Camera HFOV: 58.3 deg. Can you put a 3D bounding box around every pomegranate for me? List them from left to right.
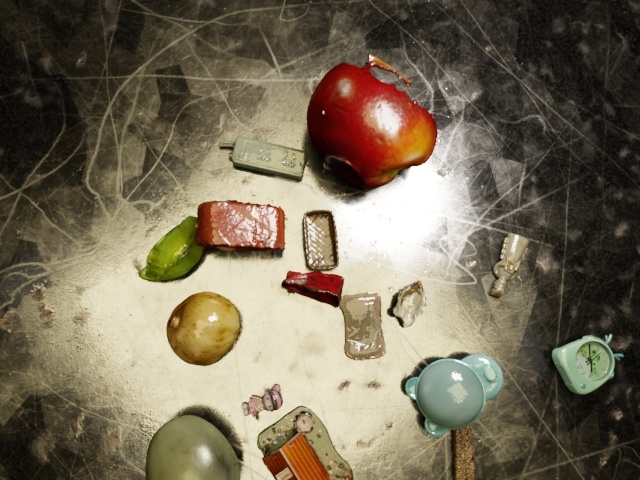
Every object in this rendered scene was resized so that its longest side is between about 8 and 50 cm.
[{"bbox_3d":[-0.350,0.252,1.668,0.215,0.215,0.215,1,82,-5],"label":"pomegranate"}]

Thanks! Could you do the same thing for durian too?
[{"bbox_3d":[-0.440,0.038,1.757,0.139,0.101,0.250,28,78,35],"label":"durian"}]

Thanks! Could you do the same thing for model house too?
[{"bbox_3d":[-0.039,0.658,1.671,0.207,0.154,0.294,-33,85,-8],"label":"model house"}]

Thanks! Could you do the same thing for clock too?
[{"bbox_3d":[0.865,0.384,1.837,0.211,0.066,0.159,-24,85,-9],"label":"clock"}]

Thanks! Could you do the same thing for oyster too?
[{"bbox_3d":[0.284,0.195,1.820,0.103,0.051,0.148,43,80,-16],"label":"oyster"}]

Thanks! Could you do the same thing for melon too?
[{"bbox_3d":[-0.355,0.646,1.594,0.272,0.272,0.308,-38,95,-9],"label":"melon"}]

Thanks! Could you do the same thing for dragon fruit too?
[{"bbox_3d":[-0.028,0.158,1.773,0.192,0.122,0.092,11,117,-3],"label":"dragon fruit"}]

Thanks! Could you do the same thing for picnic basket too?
[{"bbox_3d":[0.000,0.000,1.821,0.110,0.055,0.193,-3,81,-7],"label":"picnic basket"}]

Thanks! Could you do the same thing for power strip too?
[{"bbox_3d":[-0.189,-0.271,1.845,0.288,0.053,0.093,12,81,-4],"label":"power strip"}]

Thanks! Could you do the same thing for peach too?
[{"bbox_3d":[0.139,-0.335,1.742,0.406,0.335,0.310,40,79,-5],"label":"peach"}]

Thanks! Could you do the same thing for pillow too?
[{"bbox_3d":[0.135,0.270,1.804,0.135,0.034,0.211,-6,84,-7],"label":"pillow"}]

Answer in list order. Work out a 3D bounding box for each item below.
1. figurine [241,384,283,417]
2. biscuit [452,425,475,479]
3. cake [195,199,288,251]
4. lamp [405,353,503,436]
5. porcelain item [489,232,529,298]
[{"bbox_3d":[-0.175,0.490,1.737,0.129,0.054,0.072,-18,69,0],"label":"figurine"},{"bbox_3d":[0.441,0.644,1.775,0.064,0.034,0.199,0,82,-6],"label":"biscuit"},{"bbox_3d":[-0.238,-0.035,1.730,0.283,0.177,0.151,1,79,-18],"label":"cake"},{"bbox_3d":[0.419,0.453,1.745,0.284,0.147,0.209,-26,78,-10],"label":"lamp"},{"bbox_3d":[0.608,0.085,1.865,0.084,0.054,0.213,25,81,1],"label":"porcelain item"}]
